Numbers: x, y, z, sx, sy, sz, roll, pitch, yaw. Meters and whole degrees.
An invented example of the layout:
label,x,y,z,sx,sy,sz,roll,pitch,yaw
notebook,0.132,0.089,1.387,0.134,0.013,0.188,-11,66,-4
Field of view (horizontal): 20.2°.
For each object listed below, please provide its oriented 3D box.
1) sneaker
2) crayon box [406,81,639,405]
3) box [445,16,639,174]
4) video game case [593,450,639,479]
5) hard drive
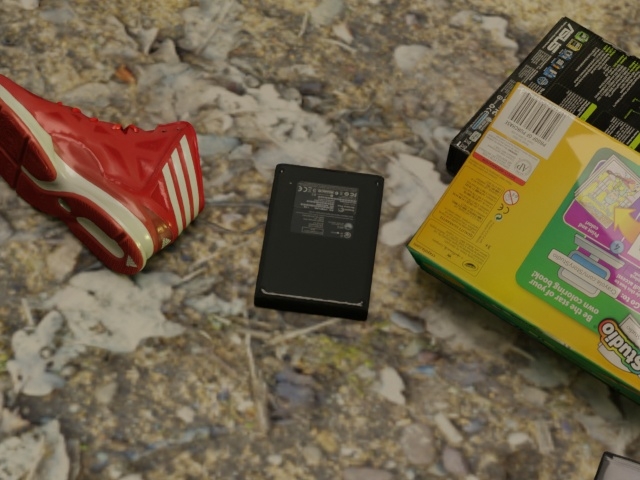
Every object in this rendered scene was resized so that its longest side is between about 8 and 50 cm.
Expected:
label,x,y,z,sx,sy,sz,roll,pitch,yaw
sneaker,-0.188,-0.078,1.515,0.221,0.087,0.128,46,56,10
crayon box,0.230,0.017,1.430,0.278,0.081,0.165,33,85,17
box,0.235,-0.086,1.557,0.184,0.045,0.191,33,60,15
video game case,0.247,0.305,1.254,0.196,0.026,0.274,18,71,17
hard drive,0.000,0.000,1.497,0.094,0.022,0.135,7,56,1
